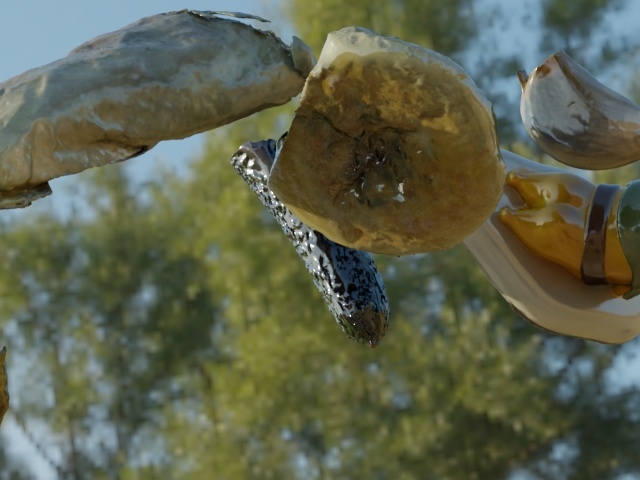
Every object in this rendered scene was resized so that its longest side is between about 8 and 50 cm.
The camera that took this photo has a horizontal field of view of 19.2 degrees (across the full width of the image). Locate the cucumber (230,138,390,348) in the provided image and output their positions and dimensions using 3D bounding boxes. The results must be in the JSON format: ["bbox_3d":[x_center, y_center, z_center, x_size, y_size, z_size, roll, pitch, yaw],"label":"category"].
[{"bbox_3d":[0.002,-0.002,1.723,0.067,0.245,0.067,-26,-30,-17],"label":"cucumber"}]

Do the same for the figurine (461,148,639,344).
[{"bbox_3d":[0.244,-0.014,1.710,0.250,0.167,0.141,27,-31,-23],"label":"figurine"}]

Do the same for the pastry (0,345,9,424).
[{"bbox_3d":[-0.368,0.172,1.583,0.132,0.240,0.235,6,9,-32],"label":"pastry"}]

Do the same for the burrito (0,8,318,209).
[{"bbox_3d":[-0.188,-0.114,1.592,0.347,0.107,0.175,-25,32,-30],"label":"burrito"}]

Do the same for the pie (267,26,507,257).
[{"bbox_3d":[0.058,-0.070,1.504,0.185,0.052,0.218,23,-49,4],"label":"pie"}]

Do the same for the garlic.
[{"bbox_3d":[0.224,-0.097,1.604,0.066,0.152,0.084,-25,-34,-47],"label":"garlic"}]
